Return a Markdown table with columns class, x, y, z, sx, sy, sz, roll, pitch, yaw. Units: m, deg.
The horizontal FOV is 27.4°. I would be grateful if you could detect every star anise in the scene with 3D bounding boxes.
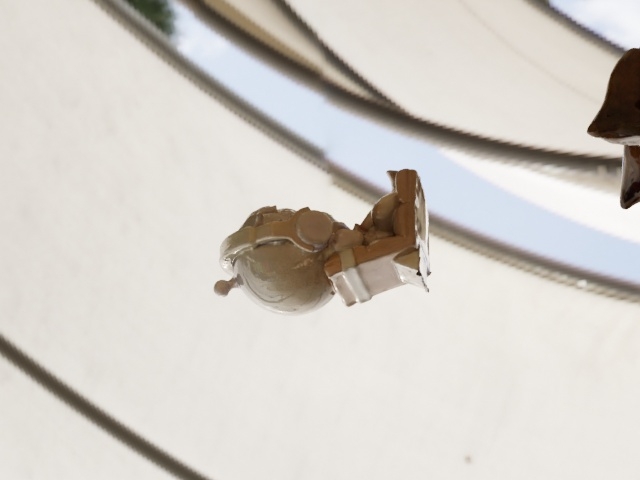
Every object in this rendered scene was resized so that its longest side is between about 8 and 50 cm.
| class | x | y | z | sx | sy | sz | roll | pitch | yaw |
| --- | --- | --- | --- | --- | --- | --- | --- | --- | --- |
| star anise | 0.226 | -0.112 | 0.773 | 0.196 | 0.111 | 0.212 | -51 | -172 | -8 |

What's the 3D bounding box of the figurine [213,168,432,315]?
| class | x | y | z | sx | sy | sz | roll | pitch | yaw |
| --- | --- | --- | --- | --- | --- | --- | --- | --- | --- |
| figurine | 0.000 | 0.004 | 1.377 | 0.237 | 0.162 | 0.141 | -13 | -113 | 11 |
